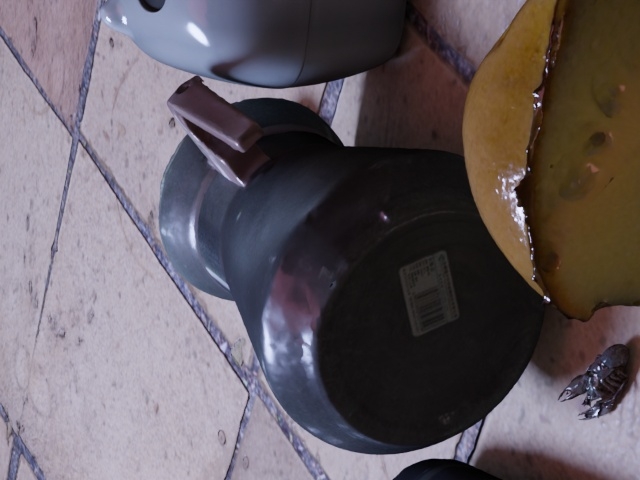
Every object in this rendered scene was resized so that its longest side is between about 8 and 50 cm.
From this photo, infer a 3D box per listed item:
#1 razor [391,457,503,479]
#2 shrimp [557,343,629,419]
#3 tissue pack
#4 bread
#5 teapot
[{"bbox_3d":[0.166,0.298,1.522,0.349,0.113,0.204,11,103,58],"label":"razor"},{"bbox_3d":[0.219,0.115,1.478,0.038,0.029,0.092,61,149,17],"label":"shrimp"},{"bbox_3d":[-0.064,-0.301,1.647,0.229,0.236,0.333,19,113,55],"label":"tissue pack"},{"bbox_3d":[0.192,-0.081,1.311,0.162,0.204,0.262,20,110,52],"label":"bread"},{"bbox_3d":[0.000,0.000,1.582,0.300,0.253,0.344,53,169,-31],"label":"teapot"}]
